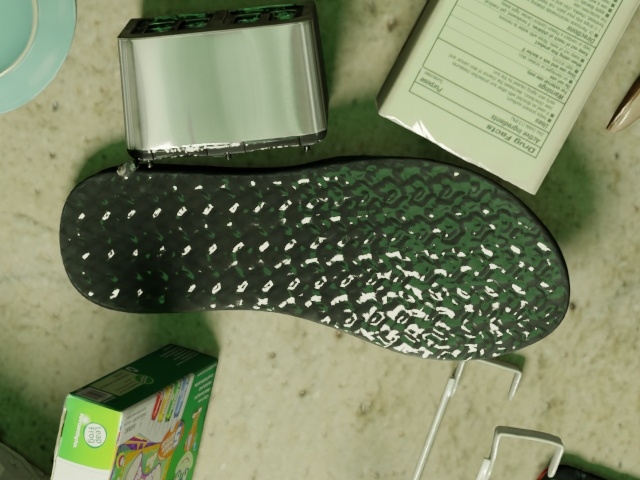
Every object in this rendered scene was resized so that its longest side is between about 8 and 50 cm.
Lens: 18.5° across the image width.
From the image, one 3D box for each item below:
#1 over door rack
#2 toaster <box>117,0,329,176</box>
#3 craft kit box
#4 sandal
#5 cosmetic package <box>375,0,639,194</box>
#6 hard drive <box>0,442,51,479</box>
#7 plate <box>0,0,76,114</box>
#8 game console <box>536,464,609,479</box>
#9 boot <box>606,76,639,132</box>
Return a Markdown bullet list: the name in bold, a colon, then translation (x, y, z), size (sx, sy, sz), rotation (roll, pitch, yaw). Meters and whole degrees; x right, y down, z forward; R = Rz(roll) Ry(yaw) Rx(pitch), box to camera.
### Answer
- **over door rack**: translation (0.064, 0.248, 1.663), size (0.108, 0.239, 0.324), rotation (30, 100, -9)
- **toaster**: translation (-0.081, -0.130, 1.625), size (0.168, 0.185, 0.110), rotation (-6, 104, 3)
- **craft kit box**: translation (-0.171, 0.228, 1.654), size (0.061, 0.250, 0.246), rotation (18, 101, 12)
- **sandal**: translation (-0.001, -0.003, 1.698), size (0.446, 0.107, 0.167), rotation (7, 102, 13)
- **cosmetic package**: translation (0.178, -0.207, 1.633), size (0.153, 0.129, 0.296), rotation (29, 99, -5)
- **hard drive**: translation (-0.382, 0.175, 1.658), size (0.339, 0.237, 0.064), rotation (34, 99, -4)
- **plate**: translation (-0.306, -0.198, 1.698), size (0.188, 0.024, 0.188), rotation (0, 100, 2)
- **game console**: translation (0.317, 0.418, 1.776), size (0.387, 0.060, 0.342), rotation (21, 100, -3)
- **boot**: translation (0.313, -0.121, 1.690), size (0.087, 0.042, 0.118), rotation (34, 99, -7)
